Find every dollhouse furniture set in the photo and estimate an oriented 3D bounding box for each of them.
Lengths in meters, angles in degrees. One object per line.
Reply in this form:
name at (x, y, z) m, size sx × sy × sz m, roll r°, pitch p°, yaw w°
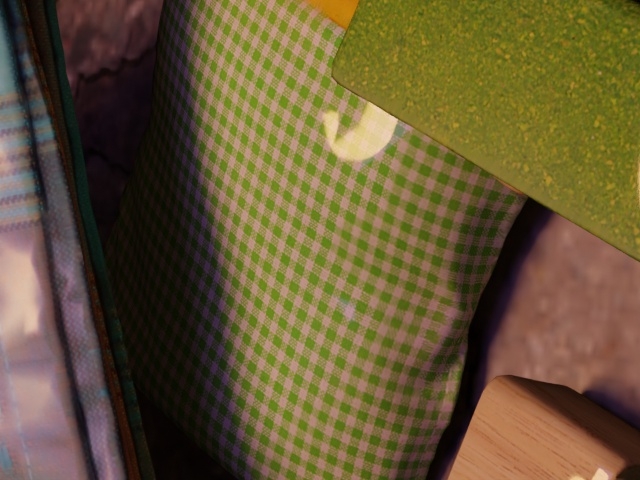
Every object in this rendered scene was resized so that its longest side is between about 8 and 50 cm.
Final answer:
dollhouse furniture set at (0.000, 0.000, 0.501) m, size 0.301 × 0.151 × 0.198 m, roll 34°, pitch 110°, yaw 41°

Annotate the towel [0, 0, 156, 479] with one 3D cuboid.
towel at (-0.239, 0.050, 0.556) m, size 0.370 × 0.040 × 0.271 m, roll -12°, pitch 92°, yaw 3°
